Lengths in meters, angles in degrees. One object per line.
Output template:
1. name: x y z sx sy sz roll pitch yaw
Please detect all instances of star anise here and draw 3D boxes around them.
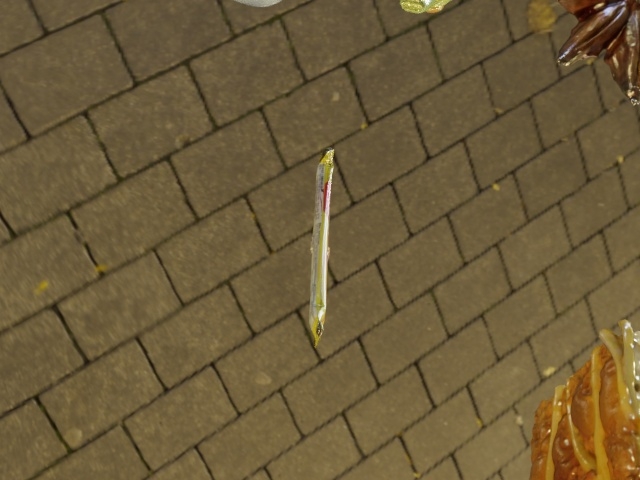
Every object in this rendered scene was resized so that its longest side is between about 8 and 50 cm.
1. star anise: 0.352 -0.278 1.015 0.272 0.102 0.272 4 78 -17

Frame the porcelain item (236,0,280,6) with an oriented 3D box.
1. porcelain item: -0.134 -0.414 1.234 0.259 0.141 0.141 -7 104 -32

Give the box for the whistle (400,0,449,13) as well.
1. whistle: 0.188 -0.444 1.481 0.141 0.141 0.294 48 45 -27

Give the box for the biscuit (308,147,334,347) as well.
1. biscuit: 0.000 0.000 1.084 0.026 0.292 0.048 3 143 0

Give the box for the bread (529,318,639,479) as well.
1. bread: 0.242 0.227 0.671 0.114 0.185 0.274 14 50 -5
